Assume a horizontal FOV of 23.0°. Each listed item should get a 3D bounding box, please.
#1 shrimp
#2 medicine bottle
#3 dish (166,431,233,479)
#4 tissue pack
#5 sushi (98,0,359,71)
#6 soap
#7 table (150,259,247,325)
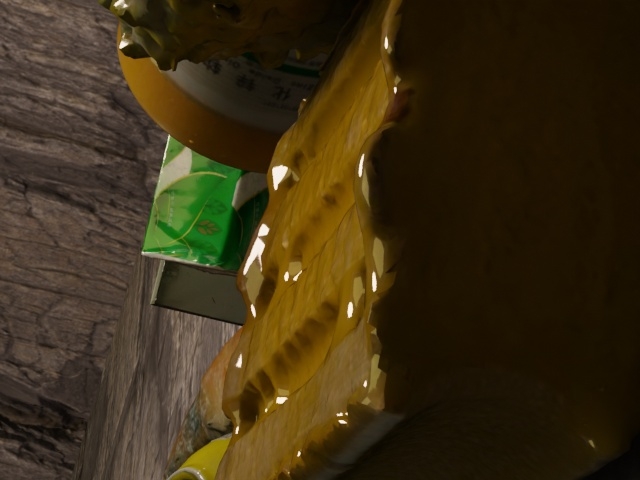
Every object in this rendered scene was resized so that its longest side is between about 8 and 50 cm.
[{"bbox_3d":[-0.091,0.250,1.461,0.445,0.085,0.272,125,152,-50],"label":"shrimp"},{"bbox_3d":[-0.026,-0.210,1.274,0.232,0.238,0.238,119,162,-51],"label":"medicine bottle"},{"bbox_3d":[-0.085,0.228,1.272,0.208,0.080,0.148,-39,55,44],"label":"dish"},{"bbox_3d":[-0.056,-0.064,1.542,0.148,0.156,0.209,21,-100,-65],"label":"tissue pack"},{"bbox_3d":[-0.045,-0.305,0.961,0.351,0.240,0.396,134,122,-66],"label":"sushi"},{"bbox_3d":[0.053,0.005,0.831,0.335,0.156,0.293,126,153,-62],"label":"soap"},{"bbox_3d":[-0.102,-0.031,1.730,0.111,0.122,0.240,164,121,-77],"label":"table"}]
